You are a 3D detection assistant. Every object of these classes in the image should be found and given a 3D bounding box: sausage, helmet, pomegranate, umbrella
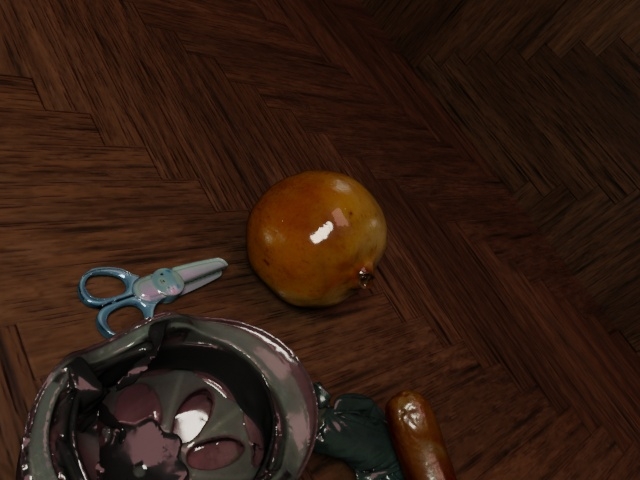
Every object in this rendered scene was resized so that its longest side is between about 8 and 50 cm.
[{"bbox_3d":[0.168,0.369,0.831,0.103,0.076,0.302,70,2,-62],"label":"sausage"},{"bbox_3d":[-0.181,0.245,0.670,0.338,0.197,0.271,-16,59,-50],"label":"helmet"},{"bbox_3d":[0.000,0.000,1.052,0.264,0.264,0.264,25,39,-23],"label":"pomegranate"},{"bbox_3d":[0.051,0.314,0.906,0.349,0.094,0.143,26,68,-16],"label":"umbrella"}]

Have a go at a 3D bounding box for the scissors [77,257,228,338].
[{"bbox_3d":[-0.253,0.073,0.919,0.256,0.030,0.125,-21,68,-48],"label":"scissors"}]
